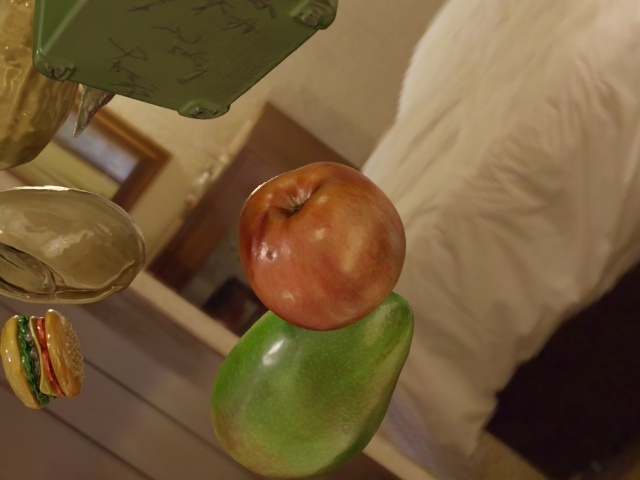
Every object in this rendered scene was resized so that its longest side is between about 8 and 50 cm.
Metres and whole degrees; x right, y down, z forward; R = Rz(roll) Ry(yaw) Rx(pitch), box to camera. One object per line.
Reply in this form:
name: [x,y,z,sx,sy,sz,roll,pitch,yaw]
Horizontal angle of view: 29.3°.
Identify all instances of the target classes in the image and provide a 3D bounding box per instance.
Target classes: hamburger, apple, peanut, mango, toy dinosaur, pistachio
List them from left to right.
peanut: [-0.343,-0.245,1.456,0.340,0.158,0.174,-62,1,8]
hamburger: [-0.440,0.186,1.941,0.115,0.162,0.162,-16,11,-2]
pistachio: [-0.316,0.002,1.446,0.137,0.238,0.153,-61,42,36]
toy dinosaur: [-0.336,-0.311,1.943,0.294,0.162,0.077,-49,50,-6]
mango: [-0.006,0.185,1.632,0.382,0.225,0.201,-49,4,39]
apple: [0.000,0.000,1.449,0.209,0.164,0.209,-24,36,19]

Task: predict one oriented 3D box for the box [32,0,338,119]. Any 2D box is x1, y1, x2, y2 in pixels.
box: [-0.128,-0.252,1.141,0.329,0.253,0.177,-33,48,55]
